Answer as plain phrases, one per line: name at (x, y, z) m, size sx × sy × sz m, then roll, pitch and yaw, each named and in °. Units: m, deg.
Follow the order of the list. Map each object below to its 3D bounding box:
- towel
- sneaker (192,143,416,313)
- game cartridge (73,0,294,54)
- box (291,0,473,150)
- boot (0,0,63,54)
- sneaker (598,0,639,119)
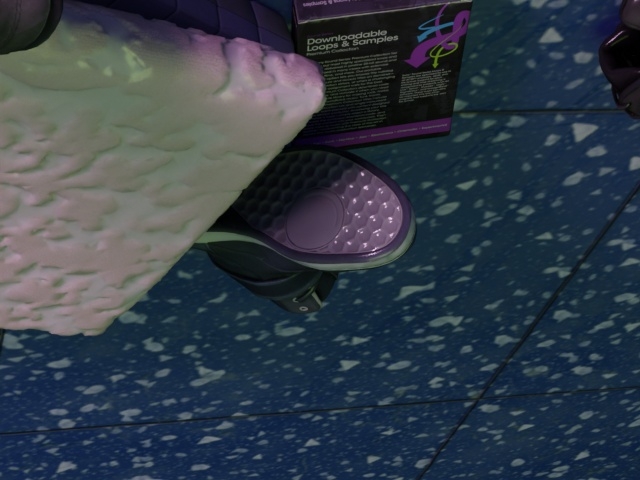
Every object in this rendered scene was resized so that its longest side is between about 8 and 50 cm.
towel at (-0.212, -0.046, 1.029) m, size 0.332 × 0.053 × 0.317 m, roll 9°, pitch 145°, yaw -32°
sneaker at (0.000, -0.002, 1.210) m, size 0.226 × 0.086 × 0.163 m, roll 9°, pitch 163°, yaw 37°
game cartridge at (-0.213, -0.070, 1.096) m, size 0.355 × 0.068 × 0.230 m, roll -32°, pitch 142°, yaw 30°
box at (0.037, -0.116, 1.146) m, size 0.116 × 0.029 × 0.162 m, roll -8°, pitch 152°, yaw -7°
boot at (-0.269, -0.200, 0.751) m, size 0.118 × 0.338 × 0.223 m, roll -14°, pitch -160°, yaw 35°
sneaker at (0.263, -0.113, 1.190) m, size 0.130 × 0.109 × 0.286 m, roll -10°, pitch 142°, yaw 7°
